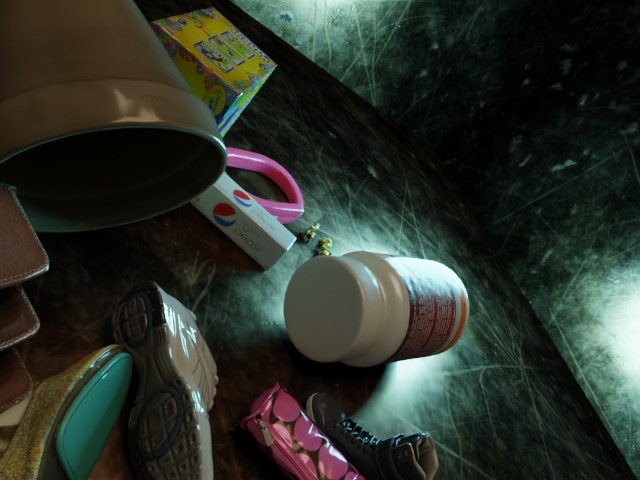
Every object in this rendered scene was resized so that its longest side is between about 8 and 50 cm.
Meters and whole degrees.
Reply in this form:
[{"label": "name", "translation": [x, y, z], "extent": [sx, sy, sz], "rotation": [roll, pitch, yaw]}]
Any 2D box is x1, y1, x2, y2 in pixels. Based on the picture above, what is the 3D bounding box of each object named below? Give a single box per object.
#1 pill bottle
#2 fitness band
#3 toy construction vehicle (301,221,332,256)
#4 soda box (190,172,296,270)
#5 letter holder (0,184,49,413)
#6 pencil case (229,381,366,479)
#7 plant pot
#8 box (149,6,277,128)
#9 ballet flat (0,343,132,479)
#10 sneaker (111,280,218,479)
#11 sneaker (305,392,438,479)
[{"label": "pill bottle", "translation": [0.124, 0.137, 1.022], "extent": [0.392, 0.224, 0.224], "rotation": [9, 44, -50]}, {"label": "fitness band", "translation": [-0.149, -0.135, 1.208], "extent": [0.291, 0.054, 0.209], "rotation": [3, 49, -55]}, {"label": "toy construction vehicle", "translation": [0.000, 0.000, 1.247], "extent": [0.086, 0.035, 0.098], "rotation": [44, 27, -3]}, {"label": "soda box", "translation": [-0.159, -0.042, 1.040], "extent": [0.216, 0.074, 0.069], "rotation": [42, 27, -6]}, {"label": "letter holder", "translation": [-0.411, 0.081, 0.439], "extent": [0.214, 0.152, 0.302], "rotation": [54, 28, 13]}, {"label": "pencil case", "translation": [-0.026, 0.311, 0.721], "extent": [0.209, 0.095, 0.098], "rotation": [45, -8, 4]}, {"label": "plant pot", "translation": [-0.320, -0.197, 0.682], "extent": [0.323, 0.323, 0.280], "rotation": [-3, 72, -56]}, {"label": "box", "translation": [-0.263, -0.264, 0.965], "extent": [0.177, 0.290, 0.279], "rotation": [39, 29, -13]}, {"label": "ballet flat", "translation": [-0.283, 0.228, 0.471], "extent": [0.123, 0.123, 0.348], "rotation": [34, 27, -21]}, {"label": "sneaker", "translation": [-0.180, 0.192, 0.659], "extent": [0.129, 0.111, 0.297], "rotation": [36, 29, -55]}, {"label": "sneaker", "translation": [0.084, 0.314, 0.793], "extent": [0.086, 0.163, 0.226], "rotation": [-3, 52, -54]}]
